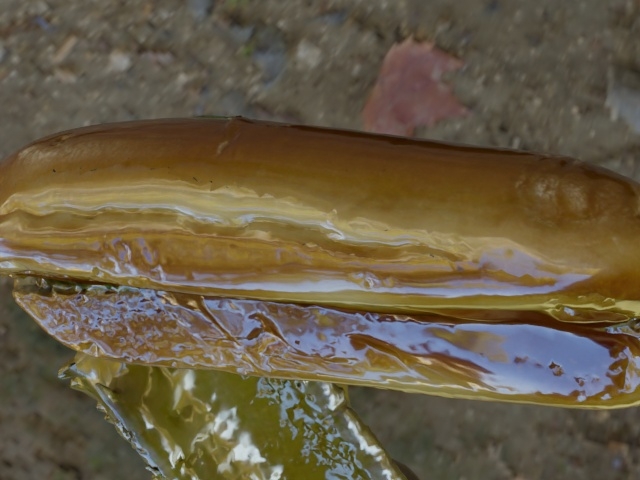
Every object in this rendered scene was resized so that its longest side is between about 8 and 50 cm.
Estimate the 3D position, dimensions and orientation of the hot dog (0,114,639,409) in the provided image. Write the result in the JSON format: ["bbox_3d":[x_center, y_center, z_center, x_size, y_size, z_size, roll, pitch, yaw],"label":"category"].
[{"bbox_3d":[0.000,0.000,0.543,0.249,0.068,0.100,4,150,27],"label":"hot dog"}]

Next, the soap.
[{"bbox_3d":[-0.070,0.091,1.246,0.169,0.304,0.339,-38,120,-7],"label":"soap"}]
